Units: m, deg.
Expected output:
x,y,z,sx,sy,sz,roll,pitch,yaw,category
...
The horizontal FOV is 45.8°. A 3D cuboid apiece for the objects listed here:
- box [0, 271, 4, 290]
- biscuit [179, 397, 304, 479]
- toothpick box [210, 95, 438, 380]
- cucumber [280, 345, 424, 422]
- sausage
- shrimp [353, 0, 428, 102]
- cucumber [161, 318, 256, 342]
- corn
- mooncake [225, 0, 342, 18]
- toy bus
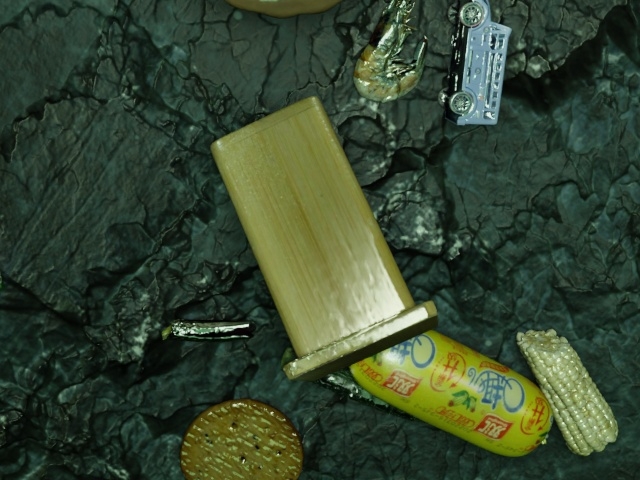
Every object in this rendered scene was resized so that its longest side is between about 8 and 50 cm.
x,y,z,sx,sy,sz,roll,pitch,yaw,category
-0.487,-0.004,0.985,0.073,0.139,0.194,-7,105,-2,box
-0.119,0.326,1.146,0.188,0.027,0.187,-1,104,-4,biscuit
0.000,0.000,0.949,0.188,0.190,0.308,-25,79,5,toothpick box
0.061,0.219,1.117,0.257,0.044,0.043,23,59,-10,cucumber
0.182,0.205,1.078,0.347,0.123,0.123,27,102,-8,sausage
0.104,-0.259,1.007,0.091,0.034,0.161,17,110,-19,shrimp
-0.161,0.133,1.091,0.135,0.033,0.034,4,142,-4,cucumber
0.367,0.217,1.113,0.087,0.087,0.210,-27,103,4,corn
-0.050,-0.409,0.891,0.291,0.161,0.290,0,106,-2,mooncake
0.203,-0.238,0.993,0.076,0.073,0.167,2,108,-6,toy bus
